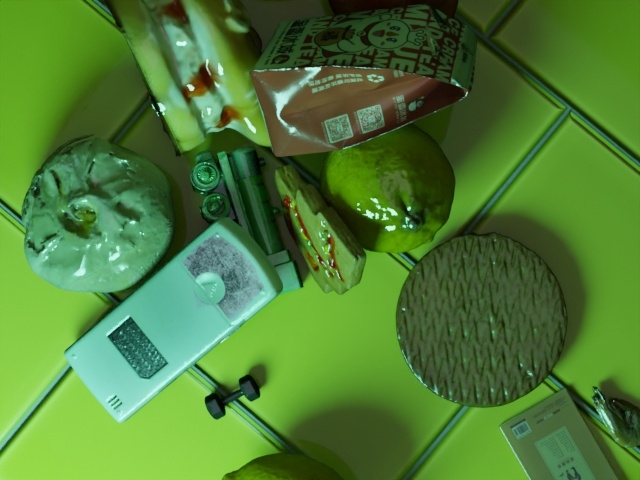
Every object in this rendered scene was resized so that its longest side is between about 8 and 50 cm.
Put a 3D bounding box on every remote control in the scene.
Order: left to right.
[{"bbox_3d":[-0.215,0.116,1.897,0.344,0.050,0.145,-39,88,18],"label":"remote control"}]

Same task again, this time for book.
[{"bbox_3d":[0.358,0.323,1.936,0.118,0.012,0.172,-29,87,1],"label":"book"}]

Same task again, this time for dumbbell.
[{"bbox_3d":[-0.132,0.235,1.945,0.083,0.040,0.036,-28,55,1],"label":"dumbbell"}]

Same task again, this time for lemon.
[{"bbox_3d":[-0.037,0.400,1.861,0.244,0.187,0.186,31,89,6],"label":"lemon"},{"bbox_3d":[0.095,-0.078,1.864,0.192,0.231,0.192,-6,119,-12],"label":"lemon"}]

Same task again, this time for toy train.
[{"bbox_3d":[-0.113,-0.021,1.936,0.119,0.085,0.251,-16,89,-4],"label":"toy train"}]

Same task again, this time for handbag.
[{"bbox_3d":[0.071,-0.219,1.786,0.298,0.171,0.151,-2,124,18],"label":"handbag"}]

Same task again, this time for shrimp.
[{"bbox_3d":[0.446,0.257,1.932,0.059,0.023,0.108,-29,87,-9],"label":"shrimp"}]

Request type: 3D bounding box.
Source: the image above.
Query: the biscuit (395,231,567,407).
[{"bbox_3d":[0.239,0.118,1.936,0.262,0.037,0.261,0,87,3],"label":"biscuit"}]

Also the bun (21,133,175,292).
[{"bbox_3d":[-0.332,-0.038,1.910,0.239,0.141,0.239,0,88,5],"label":"bun"}]

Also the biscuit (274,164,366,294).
[{"bbox_3d":[0.000,0.000,1.855,0.041,0.239,0.212,-25,111,-15],"label":"biscuit"}]

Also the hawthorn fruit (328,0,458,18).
[{"bbox_3d":[0.100,-0.365,1.886,0.211,0.210,0.262,-5,103,2],"label":"hawthorn fruit"}]

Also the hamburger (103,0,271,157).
[{"bbox_3d":[-0.172,-0.256,1.861,0.186,0.261,0.302,-23,95,-4],"label":"hamburger"}]
